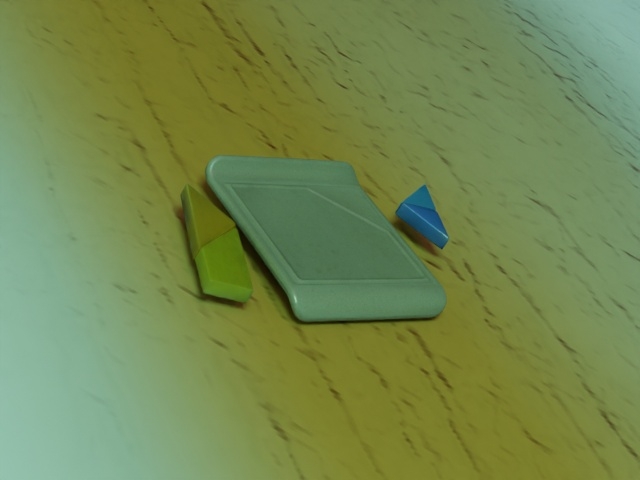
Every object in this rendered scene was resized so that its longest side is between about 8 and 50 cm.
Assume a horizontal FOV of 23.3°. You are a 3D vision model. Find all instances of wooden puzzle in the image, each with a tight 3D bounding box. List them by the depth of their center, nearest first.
[{"bbox_3d":[0.000,0.000,0.528,0.116,0.014,0.079,6,41,-34],"label":"wooden puzzle"}]
